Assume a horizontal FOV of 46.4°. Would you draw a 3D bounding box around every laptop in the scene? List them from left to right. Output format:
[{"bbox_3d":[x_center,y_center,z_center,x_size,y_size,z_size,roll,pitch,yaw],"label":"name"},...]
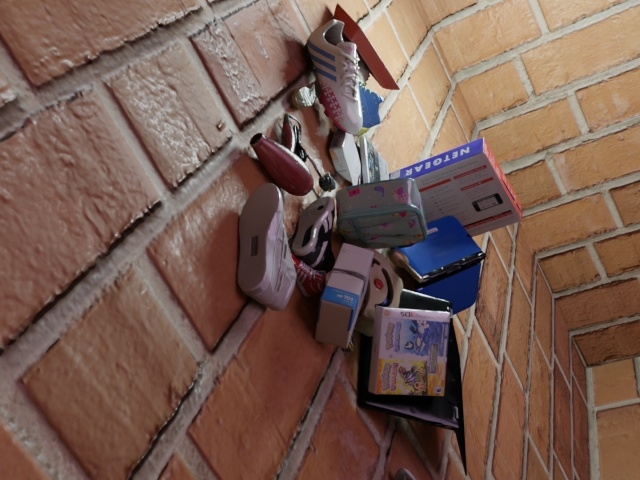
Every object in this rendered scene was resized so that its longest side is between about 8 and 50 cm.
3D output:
[{"bbox_3d":[0.254,0.362,1.983,0.408,0.236,0.382,17,47,-13],"label":"laptop"}]

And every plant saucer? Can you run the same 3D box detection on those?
[{"bbox_3d":[0.137,-0.609,2.389,0.258,0.048,0.259,49,9,-37],"label":"plant saucer"}]

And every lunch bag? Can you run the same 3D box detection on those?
[{"bbox_3d":[0.150,-0.055,1.883,0.279,0.224,0.108,57,25,-68],"label":"lunch bag"}]

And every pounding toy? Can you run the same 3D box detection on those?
[{"bbox_3d":[0.147,0.097,1.857,0.154,0.155,0.269,39,43,-20],"label":"pounding toy"}]

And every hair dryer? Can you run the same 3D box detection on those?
[{"bbox_3d":[-0.084,-0.203,1.772,0.223,0.080,0.293,58,18,11],"label":"hair dryer"}]

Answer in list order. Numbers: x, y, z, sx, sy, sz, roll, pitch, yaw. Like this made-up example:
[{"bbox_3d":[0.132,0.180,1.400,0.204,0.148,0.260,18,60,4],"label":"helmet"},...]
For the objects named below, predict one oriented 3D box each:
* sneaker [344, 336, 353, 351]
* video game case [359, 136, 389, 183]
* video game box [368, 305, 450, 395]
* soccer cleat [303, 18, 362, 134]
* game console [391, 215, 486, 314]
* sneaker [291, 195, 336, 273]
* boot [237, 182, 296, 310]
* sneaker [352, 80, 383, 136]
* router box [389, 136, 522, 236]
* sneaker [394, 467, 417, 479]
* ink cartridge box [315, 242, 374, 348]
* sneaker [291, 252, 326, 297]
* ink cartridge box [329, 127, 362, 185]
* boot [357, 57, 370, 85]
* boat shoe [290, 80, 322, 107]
[{"bbox_3d":[0.057,0.223,1.771,0.035,0.031,0.083,-20,95,-77],"label":"sneaker"},{"bbox_3d":[0.169,-0.195,2.270,0.173,0.022,0.190,40,39,-52],"label":"video game case"},{"bbox_3d":[0.213,0.264,1.777,0.187,0.048,0.205,6,87,-19],"label":"video game box"},{"bbox_3d":[0.056,-0.458,2.062,0.116,0.143,0.331,-4,67,-47],"label":"soccer cleat"},{"bbox_3d":[0.338,0.095,2.238,0.293,0.173,0.250,-18,63,-37],"label":"game console"},{"bbox_3d":[0.000,0.000,1.769,0.121,0.079,0.217,60,34,-30],"label":"sneaker"},{"bbox_3d":[-0.104,0.017,1.547,0.123,0.095,0.258,47,42,-50],"label":"boot"},{"bbox_3d":[0.111,-0.433,2.199,0.091,0.126,0.240,-115,-172,-80],"label":"sneaker"},{"bbox_3d":[0.428,-0.138,2.380,0.301,0.335,0.082,53,32,-32],"label":"router box"},{"bbox_3d":[0.216,0.596,1.798,0.061,0.054,0.152,-82,150,-59],"label":"sneaker"},{"bbox_3d":[0.054,0.123,1.682,0.191,0.082,0.139,-65,167,-45],"label":"ink cartridge box"},{"bbox_3d":[-0.029,0.068,1.661,0.118,0.067,0.042,60,28,-21],"label":"sneaker"},{"bbox_3d":[0.074,-0.224,2.118,0.145,0.045,0.179,-76,156,-50],"label":"ink cartridge box"},{"bbox_3d":[0.121,-0.466,2.316,0.213,0.077,0.165,61,25,-16],"label":"boot"},{"bbox_3d":[-0.045,-0.384,1.982,0.056,0.048,0.153,66,32,-20],"label":"boat shoe"}]
